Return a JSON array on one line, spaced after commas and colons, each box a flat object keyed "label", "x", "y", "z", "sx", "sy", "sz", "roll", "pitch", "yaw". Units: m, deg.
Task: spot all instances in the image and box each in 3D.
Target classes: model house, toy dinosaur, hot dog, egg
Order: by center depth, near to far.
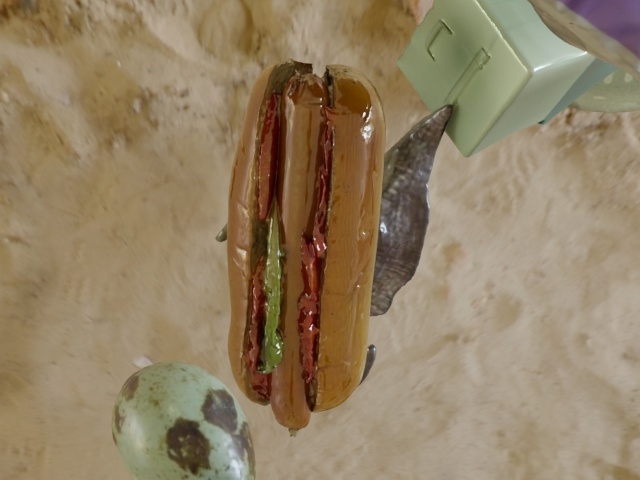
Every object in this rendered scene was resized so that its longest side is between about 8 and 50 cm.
[{"label": "hot dog", "x": -0.010, "y": 0.010, "z": 0.772, "sx": 0.092, "sy": 0.062, "sz": 0.236, "roll": 2, "pitch": 109, "yaw": 2}, {"label": "model house", "x": 0.155, "y": -0.150, "z": 0.975, "sx": 0.149, "sy": 0.127, "sz": 0.100, "roll": -23, "pitch": 73, "yaw": -30}, {"label": "toy dinosaur", "x": 0.003, "y": -0.002, "z": 1.038, "sx": 0.162, "sy": 0.294, "sz": 0.077, "roll": 31, "pitch": 42, "yaw": 14}, {"label": "egg", "x": -0.174, "y": 0.262, "z": 1.701, "sx": 0.169, "sy": 0.169, "sz": 0.231, "roll": -37, "pitch": 70, "yaw": -7}]

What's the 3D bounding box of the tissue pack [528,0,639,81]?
[{"label": "tissue pack", "x": 0.192, "y": -0.251, "z": 0.613, "sx": 0.242, "sy": 0.160, "sz": 0.338, "roll": 26, "pitch": 110, "yaw": -30}]

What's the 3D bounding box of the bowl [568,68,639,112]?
[{"label": "bowl", "x": 0.408, "y": -0.413, "z": 1.819, "sx": 0.434, "sy": 0.196, "sz": 0.435, "roll": 11, "pitch": 122, "yaw": 18}]
